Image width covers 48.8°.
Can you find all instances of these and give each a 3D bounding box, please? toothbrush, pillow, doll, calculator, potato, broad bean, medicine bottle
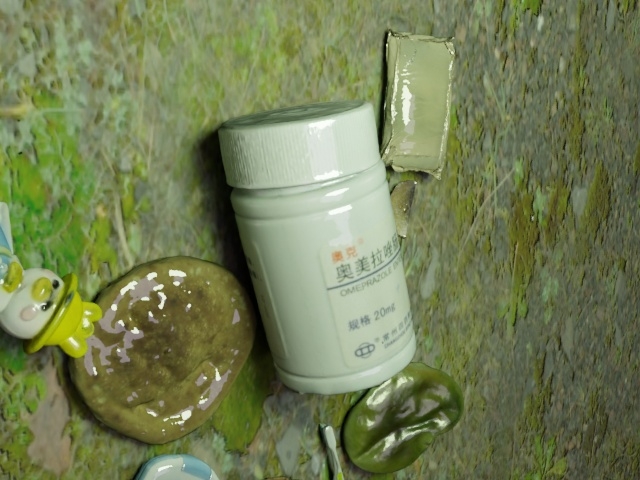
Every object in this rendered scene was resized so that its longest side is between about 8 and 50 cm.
[{"bbox_3d":[0.034,0.387,1.058,0.022,0.026,0.263,-22,110,-25],"label":"toothbrush"},{"bbox_3d":[0.140,-0.194,1.018,0.119,0.053,0.208,1,97,-33],"label":"pillow"},{"bbox_3d":[-0.323,0.036,0.693,0.098,0.135,0.241,-43,123,11],"label":"doll"},{"bbox_3d":[-0.206,0.364,0.870,0.121,0.039,0.210,36,77,-33],"label":"calculator"},{"bbox_3d":[0.114,-0.044,1.042,0.037,0.036,0.093,14,68,-2],"label":"potato"},{"bbox_3d":[0.128,0.266,1.078,0.206,0.072,0.153,-18,96,-31],"label":"broad bean"},{"bbox_3d":[0.000,0.000,0.864,0.189,0.189,0.333,-24,112,-31],"label":"medicine bottle"}]

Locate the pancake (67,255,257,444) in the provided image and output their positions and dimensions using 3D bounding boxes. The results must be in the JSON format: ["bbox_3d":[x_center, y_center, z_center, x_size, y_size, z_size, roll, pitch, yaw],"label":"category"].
[{"bbox_3d":[-0.176,0.136,0.845,0.241,0.050,0.242,-7,103,-34],"label":"pancake"}]

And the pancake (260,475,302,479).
[{"bbox_3d":[-0.077,0.416,0.987,0.184,0.020,0.190,-51,122,-19],"label":"pancake"}]
